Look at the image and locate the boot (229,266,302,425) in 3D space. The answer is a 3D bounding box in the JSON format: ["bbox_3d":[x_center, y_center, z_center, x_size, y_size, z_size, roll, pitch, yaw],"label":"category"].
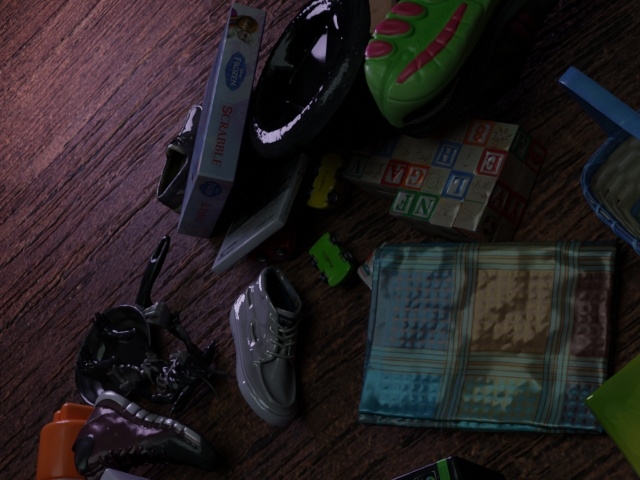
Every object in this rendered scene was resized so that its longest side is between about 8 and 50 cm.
[{"bbox_3d":[-0.076,0.160,1.845,0.123,0.095,0.258,-56,39,34],"label":"boot"}]

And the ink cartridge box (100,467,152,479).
[{"bbox_3d":[-0.234,0.511,1.757,0.270,0.197,0.198,27,88,46],"label":"ink cartridge box"}]

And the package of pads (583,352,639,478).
[{"bbox_3d":[0.487,0.188,1.340,0.296,0.101,0.229,-45,45,17],"label":"package of pads"}]

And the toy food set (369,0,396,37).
[{"bbox_3d":[0.101,-0.400,2.032,0.082,0.020,0.083,-39,49,21],"label":"toy food set"}]

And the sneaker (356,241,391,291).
[{"bbox_3d":[0.119,0.062,1.762,0.075,0.057,0.161,-56,41,13],"label":"sneaker"}]

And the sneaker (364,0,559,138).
[{"bbox_3d":[0.250,-0.338,1.720,0.483,0.202,0.185,-41,60,-15],"label":"sneaker"}]

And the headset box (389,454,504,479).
[{"bbox_3d":[0.133,0.444,1.509,0.283,0.131,0.246,-28,54,29],"label":"headset box"}]

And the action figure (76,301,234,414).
[{"bbox_3d":[-0.290,0.202,1.974,0.275,0.141,0.164,7,56,29],"label":"action figure"}]

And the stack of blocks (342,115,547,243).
[{"bbox_3d":[0.176,-0.099,1.768,0.297,0.087,0.171,16,79,45],"label":"stack of blocks"}]

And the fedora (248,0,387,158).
[{"bbox_3d":[0.025,-0.239,1.803,0.334,0.152,0.334,-44,30,33],"label":"fedora"}]

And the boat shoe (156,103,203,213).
[{"bbox_3d":[-0.257,-0.164,2.200,0.080,0.073,0.224,-2,69,41],"label":"boat shoe"}]

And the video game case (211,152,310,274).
[{"bbox_3d":[-0.100,-0.045,1.965,0.190,0.022,0.173,-36,24,40],"label":"video game case"}]

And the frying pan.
[{"bbox_3d":[-0.367,0.156,2.156,0.197,0.053,0.326,-6,64,38],"label":"frying pan"}]

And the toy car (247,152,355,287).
[{"bbox_3d":[0.000,0.000,1.904,0.239,0.053,0.225,-47,46,15],"label":"toy car"}]

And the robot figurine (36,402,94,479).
[{"bbox_3d":[-0.438,0.403,2.047,0.158,0.128,0.219,-12,59,18],"label":"robot figurine"}]

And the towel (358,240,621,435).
[{"bbox_3d":[0.224,0.130,1.604,0.370,0.040,0.271,-2,73,33],"label":"towel"}]

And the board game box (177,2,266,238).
[{"bbox_3d":[-0.176,-0.199,2.027,0.318,0.066,0.319,129,152,-69],"label":"board game box"}]

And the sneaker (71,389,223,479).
[{"bbox_3d":[-0.300,0.366,1.910,0.281,0.106,0.162,16,59,37],"label":"sneaker"}]

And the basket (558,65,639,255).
[{"bbox_3d":[0.424,-0.083,1.393,0.201,0.289,0.255,-49,47,12],"label":"basket"}]
